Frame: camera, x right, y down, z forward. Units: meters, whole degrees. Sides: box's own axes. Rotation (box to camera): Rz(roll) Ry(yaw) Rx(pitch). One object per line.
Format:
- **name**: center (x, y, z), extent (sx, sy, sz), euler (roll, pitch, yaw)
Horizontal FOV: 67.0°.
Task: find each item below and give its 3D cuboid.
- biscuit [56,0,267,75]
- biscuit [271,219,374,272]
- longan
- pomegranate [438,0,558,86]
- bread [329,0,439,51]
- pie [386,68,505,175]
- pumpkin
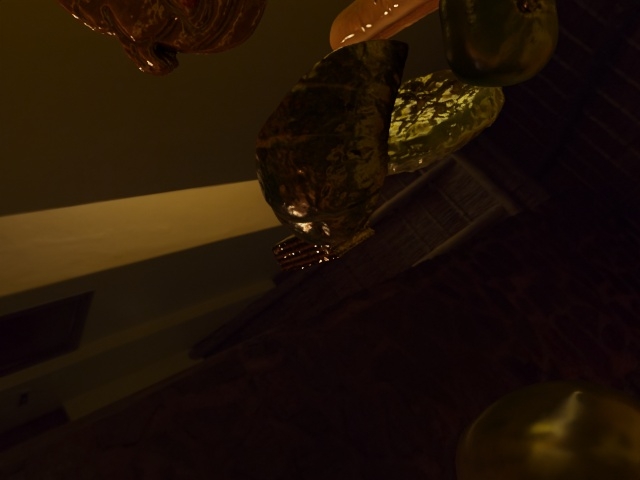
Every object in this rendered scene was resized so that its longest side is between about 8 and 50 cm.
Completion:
- **biscuit**: center (-0.281, -0.465, 0.824), extent (0.070, 0.393, 0.351), euler (-114, -153, -68)
- **biscuit**: center (0.000, 0.000, 0.993), extent (0.252, 0.106, 0.070), euler (-21, -81, 57)
- **longan**: center (0.319, 0.324, 0.618), extent (0.300, 0.243, 0.301), euler (14, -73, 54)
- **pomegranate**: center (0.226, -0.268, 0.600), extent (0.130, 0.191, 0.152), euler (-4, -78, 36)
- **bread**: center (0.136, -0.461, 0.954), extent (0.305, 0.141, 0.091), euler (-6, -81, 55)
- **pie**: center (0.144, -0.197, 0.784), extent (0.306, 0.306, 0.071), euler (8, -45, 42)
- **pumpkin**: center (0.014, -0.100, 0.586), extent (0.278, 0.111, 0.163), euler (-40, -116, 29)
